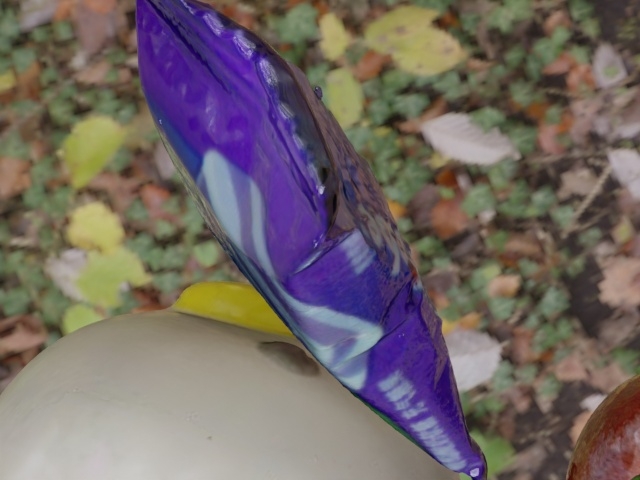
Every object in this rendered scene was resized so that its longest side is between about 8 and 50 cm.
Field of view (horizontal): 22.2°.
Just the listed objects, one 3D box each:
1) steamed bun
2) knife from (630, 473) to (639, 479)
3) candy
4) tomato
[{"bbox_3d":[-0.062,0.201,1.063,0.334,0.374,0.333,-8,75,32],"label":"steamed bun"},{"bbox_3d":[0.196,0.188,0.689,0.212,0.015,0.054,51,124,17],"label":"knife"},{"bbox_3d":[0.000,0.000,0.652,0.145,0.070,0.275,56,178,35],"label":"candy"},{"bbox_3d":[0.257,0.176,1.211,0.167,0.167,0.167,18,118,38],"label":"tomato"}]
